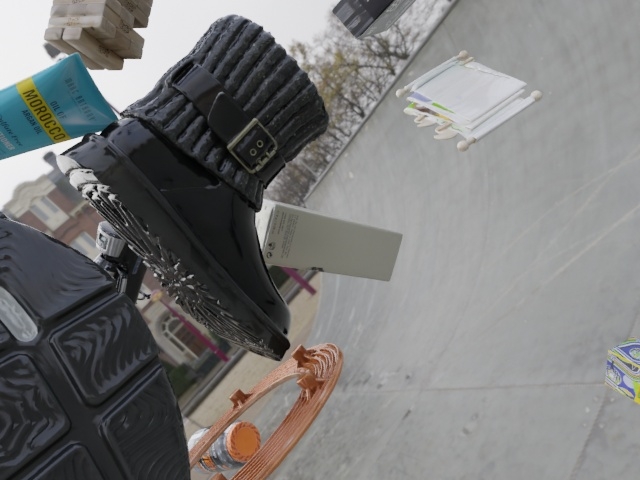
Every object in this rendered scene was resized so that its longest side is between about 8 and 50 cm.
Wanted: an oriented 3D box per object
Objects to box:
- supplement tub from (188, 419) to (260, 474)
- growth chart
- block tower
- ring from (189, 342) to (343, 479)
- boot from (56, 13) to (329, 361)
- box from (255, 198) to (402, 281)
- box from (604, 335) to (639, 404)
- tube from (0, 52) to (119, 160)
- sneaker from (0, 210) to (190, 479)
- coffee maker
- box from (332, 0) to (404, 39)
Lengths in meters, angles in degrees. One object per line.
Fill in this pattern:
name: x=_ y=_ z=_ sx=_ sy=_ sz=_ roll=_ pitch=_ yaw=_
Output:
supplement tub: x=-0.244 y=0.522 z=1.204 sx=0.190 sy=0.117 sz=0.117 roll=-31 pitch=11 yaw=37
growth chart: x=0.218 y=-0.227 z=0.747 sx=0.172 sy=0.021 sz=0.237 roll=-29 pitch=41 yaw=-1
block tower: x=-0.293 y=-0.421 z=0.681 sx=0.097 sy=0.091 sz=0.335 roll=28 pitch=-110 yaw=-74
ring: x=-0.108 y=0.238 z=0.584 sx=0.337 sy=0.032 sz=0.336 roll=-41 pitch=3 yaw=3
boot: x=-0.080 y=-0.048 z=0.551 sx=0.131 sy=0.348 sz=0.260 roll=8 pitch=49 yaw=44
box: x=0.000 y=0.000 z=0.799 sx=0.113 sy=0.275 sz=0.094 roll=21 pitch=97 yaw=54
box: x=0.431 y=0.182 z=0.555 sx=0.054 sy=0.059 sz=0.169 roll=-19 pitch=25 yaw=-21
tube: x=-0.316 y=-0.114 z=0.473 sx=0.207 sy=0.052 sz=0.080 roll=-21 pitch=-44 yaw=-3
sneaker: x=-0.304 y=0.099 z=0.400 sx=0.169 sy=0.447 sz=0.257 roll=-38 pitch=-7 yaw=-48
coffee maker: x=-0.442 y=0.051 z=1.070 sx=0.178 sy=0.120 sz=0.171 roll=-65 pitch=-8 yaw=10
box: x=0.167 y=-0.524 z=0.938 sx=0.242 sy=0.076 sz=0.307 roll=-40 pitch=8 yaw=30
